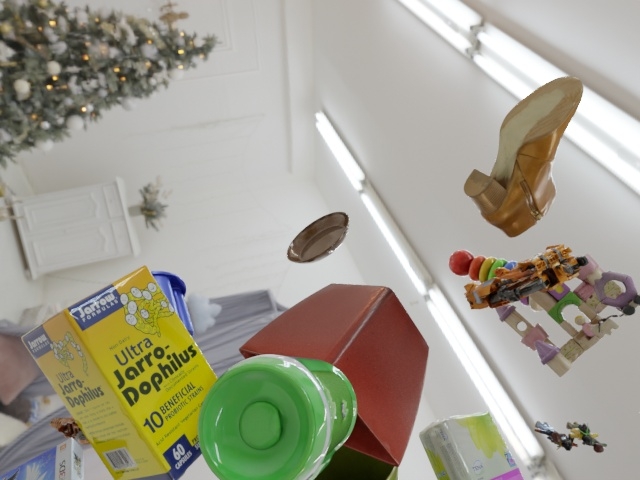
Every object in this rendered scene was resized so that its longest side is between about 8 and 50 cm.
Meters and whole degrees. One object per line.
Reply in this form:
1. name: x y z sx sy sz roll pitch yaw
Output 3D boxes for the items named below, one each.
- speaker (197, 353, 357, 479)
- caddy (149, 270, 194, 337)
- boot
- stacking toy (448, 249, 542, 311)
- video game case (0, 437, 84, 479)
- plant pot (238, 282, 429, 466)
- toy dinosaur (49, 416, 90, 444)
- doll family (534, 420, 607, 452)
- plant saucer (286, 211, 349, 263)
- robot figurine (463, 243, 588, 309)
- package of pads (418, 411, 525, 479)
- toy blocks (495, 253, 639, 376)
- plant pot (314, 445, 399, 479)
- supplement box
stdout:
1. speaker: -0.031 0.195 0.599 0.296 0.131 0.131 54 19 -73
2. caddy: -0.494 0.209 1.357 0.179 0.341 0.241 58 -9 29
3. boot: 0.424 -0.152 1.044 0.295 0.211 0.104 -51 -137 13
4. stacking toy: 0.563 0.110 1.698 0.330 0.141 0.141 19 -54 40
5. video game case: -0.665 0.607 1.180 0.244 0.270 0.061 46 -19 56
6. plant pot: 0.056 0.228 1.037 0.267 0.235 0.267 -2 -50 51
7. toy dinosaur: -0.623 0.501 1.501 0.218 0.322 0.164 -18 121 -71
8. doll family: 0.687 0.540 1.465 0.111 0.193 0.076 -60 146 -86
9. plant saucer: 0.000 0.000 1.422 0.036 0.199 0.198 55 -2 -25
10. robot figurine: 0.469 0.088 1.237 0.085 0.211 0.291 63 -23 8
11. package of pads: 0.405 0.577 1.405 0.101 0.296 0.229 -40 -122 28
12. toy blocks: 0.587 0.148 1.323 0.260 0.288 0.309 48 14 23
13. plant pot: 0.073 0.647 1.272 0.275 0.275 0.293 -139 -145 -70
14. supplement box: -0.357 0.263 1.021 0.195 0.194 0.356 -27 -83 37
